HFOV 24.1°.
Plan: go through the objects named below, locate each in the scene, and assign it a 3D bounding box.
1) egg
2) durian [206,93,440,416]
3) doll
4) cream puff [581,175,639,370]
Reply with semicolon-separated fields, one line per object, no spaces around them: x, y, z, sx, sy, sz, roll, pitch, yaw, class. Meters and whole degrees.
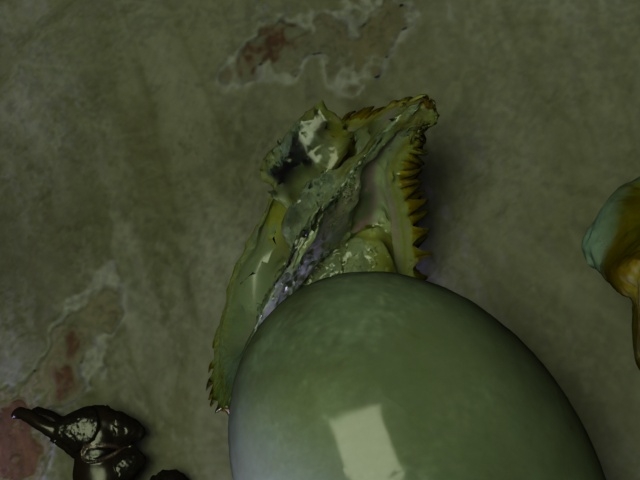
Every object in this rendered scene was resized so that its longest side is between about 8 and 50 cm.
0.076;0.187;1.115;0.258;0.258;0.352;-35;100;13;egg
0.000;0.000;1.247;0.172;0.166;0.306;40;103;27;durian
-0.197;0.213;1.355;0.165;0.057;0.139;-5;76;14;doll
0.365;-0.002;1.012;0.378;0.275;0.378;-10;64;20;cream puff
